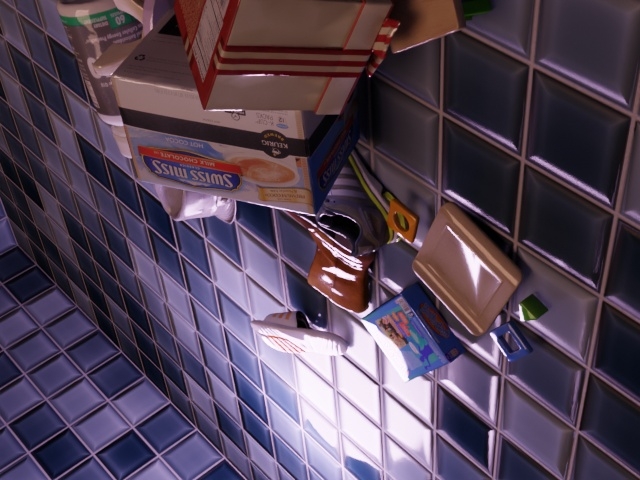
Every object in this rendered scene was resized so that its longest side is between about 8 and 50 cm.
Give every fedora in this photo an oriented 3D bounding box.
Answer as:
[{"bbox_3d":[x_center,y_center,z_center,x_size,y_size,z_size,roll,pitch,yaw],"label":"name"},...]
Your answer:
[{"bbox_3d":[-0.309,-0.129,2.379,0.243,0.124,0.275,50,153,15],"label":"fedora"}]

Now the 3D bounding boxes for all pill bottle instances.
[{"bbox_3d":[-0.411,-0.374,2.193,0.204,0.204,0.361,24,140,48],"label":"pill bottle"}]

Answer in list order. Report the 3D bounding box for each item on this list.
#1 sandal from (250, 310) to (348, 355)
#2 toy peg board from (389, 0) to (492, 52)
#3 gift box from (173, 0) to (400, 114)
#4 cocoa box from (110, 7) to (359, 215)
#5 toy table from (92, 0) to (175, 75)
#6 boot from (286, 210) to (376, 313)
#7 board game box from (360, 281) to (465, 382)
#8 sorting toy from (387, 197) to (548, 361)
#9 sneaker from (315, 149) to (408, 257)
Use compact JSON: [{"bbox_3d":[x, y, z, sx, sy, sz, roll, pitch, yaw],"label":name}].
[{"bbox_3d":[-0.038,0.210,2.363,0.265,0.076,0.102,5,141,33],"label":"sandal"},{"bbox_3d":[0.155,-0.358,1.405,0.161,0.079,0.160,-5,99,61],"label":"toy peg board"},{"bbox_3d":[-0.039,-0.339,1.444,0.276,0.258,0.255,124,136,-52],"label":"gift box"},{"bbox_3d":[-0.133,-0.221,1.717,0.347,0.231,0.228,12,136,18],"label":"cocoa box"},{"bbox_3d":[-0.305,-0.395,1.972,0.161,0.252,0.274,19,138,33],"label":"toy table"},{"bbox_3d":[0.000,0.000,2.034,0.264,0.096,0.280,28,150,14],"label":"boot"},{"bbox_3d":[0.176,0.182,1.978,0.160,0.047,0.210,55,153,3],"label":"board game box"},{"bbox_3d":[0.248,0.044,1.705,0.347,0.047,0.196,48,148,17],"label":"sorting toy"},{"bbox_3d":[0.024,-0.096,1.841,0.300,0.121,0.111,47,150,16],"label":"sneaker"}]
